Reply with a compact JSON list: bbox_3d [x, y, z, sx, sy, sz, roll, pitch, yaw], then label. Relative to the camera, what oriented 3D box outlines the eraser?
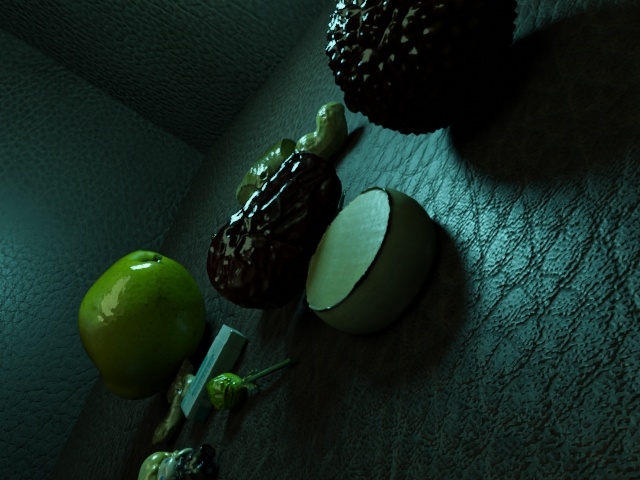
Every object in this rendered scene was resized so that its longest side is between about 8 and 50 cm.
[{"bbox_3d":[-0.261,0.322,1.218,0.225,0.052,0.095,-63,21,-11],"label":"eraser"}]

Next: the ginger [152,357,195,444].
[{"bbox_3d":[-0.382,0.432,1.325,0.133,0.059,0.214,15,76,58],"label":"ginger"}]

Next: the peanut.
[{"bbox_3d":[0.003,-0.264,1.350,0.229,0.103,0.098,-53,36,19],"label":"peanut"}]

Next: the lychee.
[{"bbox_3d":[0.166,-0.332,0.851,0.330,0.306,0.306,-37,31,36],"label":"lychee"}]

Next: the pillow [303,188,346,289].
[{"bbox_3d":[0.000,0.000,1.093,0.148,0.050,0.229,-45,29,42],"label":"pillow"}]

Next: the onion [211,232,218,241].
[{"bbox_3d":[-0.158,0.037,1.161,0.195,0.218,0.140,-51,50,1],"label":"onion"}]

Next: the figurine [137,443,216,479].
[{"bbox_3d":[-0.295,0.482,1.027,0.196,0.108,0.114,-34,55,33],"label":"figurine"}]

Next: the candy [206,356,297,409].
[{"bbox_3d":[-0.139,0.284,1.019,0.262,0.073,0.077,-32,52,34],"label":"candy"}]

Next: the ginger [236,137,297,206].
[{"bbox_3d":[-0.148,-0.188,1.474,0.221,0.130,0.275,-41,9,16],"label":"ginger"}]

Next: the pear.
[{"bbox_3d":[-0.520,0.242,1.475,0.362,0.363,0.418,-154,67,-67],"label":"pear"}]

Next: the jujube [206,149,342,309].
[{"bbox_3d":[-0.083,-0.023,1.009,0.216,0.216,0.342,-6,53,63],"label":"jujube"}]

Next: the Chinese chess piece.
[{"bbox_3d":[0.076,0.030,0.828,0.250,0.103,0.249,-46,25,30],"label":"Chinese chess piece"}]
